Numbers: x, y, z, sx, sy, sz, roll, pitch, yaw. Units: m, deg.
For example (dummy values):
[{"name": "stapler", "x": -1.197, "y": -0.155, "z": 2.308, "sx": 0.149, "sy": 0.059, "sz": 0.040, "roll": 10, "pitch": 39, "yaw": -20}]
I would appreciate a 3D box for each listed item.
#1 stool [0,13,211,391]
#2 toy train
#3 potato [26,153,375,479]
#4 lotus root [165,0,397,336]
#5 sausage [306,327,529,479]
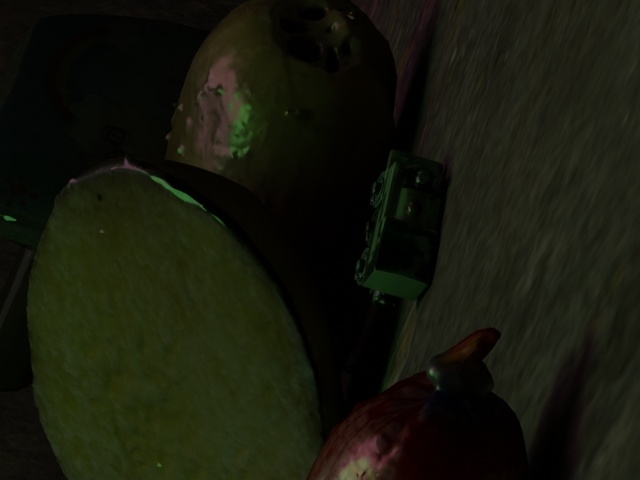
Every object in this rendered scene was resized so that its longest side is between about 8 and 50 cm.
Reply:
[{"name": "stool", "x": -0.141, "y": -0.016, "z": 1.547, "sx": 0.310, "sy": 0.310, "sz": 0.226, "roll": -78, "pitch": 3, "yaw": -51}, {"name": "toy train", "x": 0.042, "y": -0.008, "z": 0.907, "sx": 0.053, "sy": 0.033, "sz": 0.083, "roll": 126, "pitch": 158, "yaw": -67}, {"name": "potato", "x": -0.058, "y": 0.071, "z": 1.075, "sx": 0.116, "sy": 0.239, "sz": 0.299, "roll": -29, "pitch": -36, "yaw": -37}, {"name": "lotus root", "x": -0.040, "y": -0.012, "z": 1.212, "sx": 0.169, "sy": 0.152, "sz": 0.342, "roll": -84, "pitch": 9, "yaw": -53}, {"name": "sausage", "x": 0.008, "y": 0.149, "z": 0.559, "sx": 0.074, "sy": 0.074, "sz": 0.274, "roll": -87, "pitch": 11, "yaw": -70}]
